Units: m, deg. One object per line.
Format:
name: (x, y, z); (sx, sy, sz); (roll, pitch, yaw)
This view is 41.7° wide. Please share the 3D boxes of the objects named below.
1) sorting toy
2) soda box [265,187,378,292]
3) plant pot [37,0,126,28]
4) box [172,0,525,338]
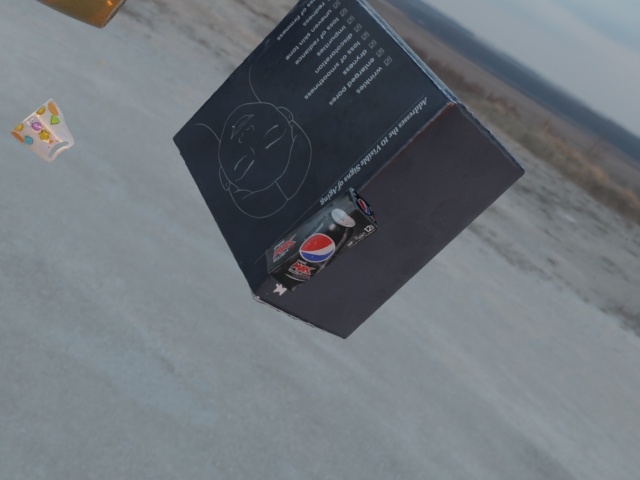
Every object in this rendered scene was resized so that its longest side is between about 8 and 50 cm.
sorting toy: (-0.419, -0.162, 1.282); (0.075, 0.083, 0.045); (51, -3, -20)
soda box: (0.000, 0.000, 1.225); (0.053, 0.169, 0.060); (42, 21, -31)
plant pot: (-0.558, -0.604, 1.881); (0.254, 0.237, 0.237); (39, 14, -14)
box: (0.032, -0.164, 1.605); (0.297, 0.480, 0.472); (31, 20, -46)
